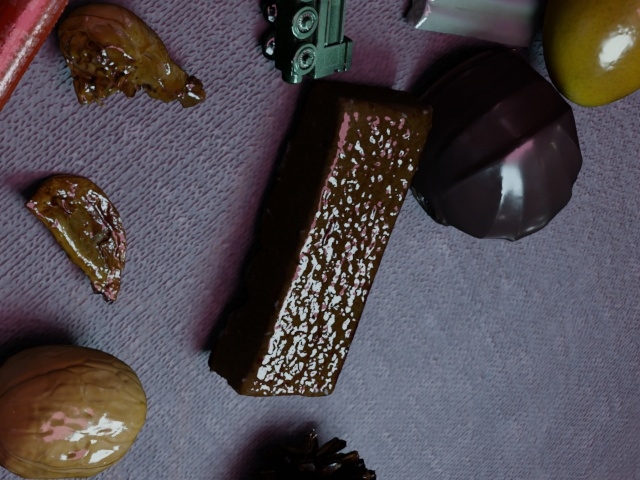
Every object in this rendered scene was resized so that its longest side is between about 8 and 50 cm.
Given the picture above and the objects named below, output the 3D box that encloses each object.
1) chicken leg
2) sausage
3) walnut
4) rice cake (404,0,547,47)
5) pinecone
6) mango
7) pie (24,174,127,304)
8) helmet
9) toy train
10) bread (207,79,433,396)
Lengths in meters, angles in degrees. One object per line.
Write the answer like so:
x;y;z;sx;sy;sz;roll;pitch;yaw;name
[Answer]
-0.202;-0.185;1.585;0.207;0.085;0.101;29;62;-52;chicken leg
-0.322;-0.206;1.479;0.074;0.074;0.274;29;96;-45;sausage
-0.305;0.201;1.695;0.197;0.165;0.165;6;113;-32;walnut
0.207;-0.299;1.868;0.222;0.042;0.080;1;121;-39;rice cake
-0.009;0.375;2.019;0.221;0.221;0.221;-20;128;-28;pinecone
0.433;-0.343;1.897;0.378;0.221;0.264;-51;148;7;mango
-0.271;-0.013;1.675;0.088;0.033;0.191;-52;136;-22;pie
0.251;-0.100;1.923;0.225;0.177;0.305;-37;137;-10;helmet
-0.011;-0.269;1.697;0.111;0.071;0.170;-21;128;-39;toy train
0.000;0.000;1.844;0.165;0.113;0.416;6;111;-42;bread
